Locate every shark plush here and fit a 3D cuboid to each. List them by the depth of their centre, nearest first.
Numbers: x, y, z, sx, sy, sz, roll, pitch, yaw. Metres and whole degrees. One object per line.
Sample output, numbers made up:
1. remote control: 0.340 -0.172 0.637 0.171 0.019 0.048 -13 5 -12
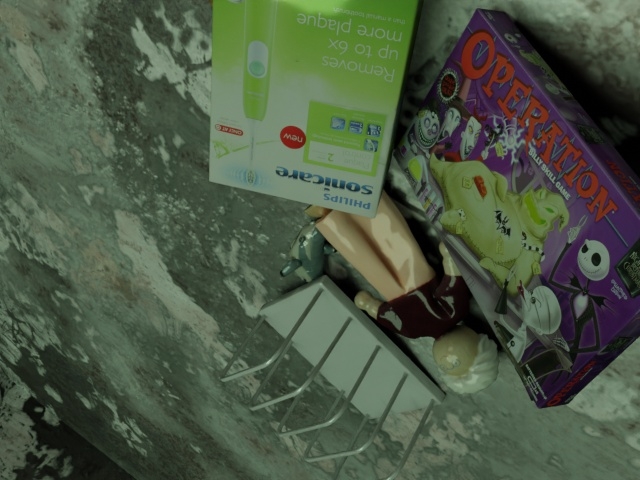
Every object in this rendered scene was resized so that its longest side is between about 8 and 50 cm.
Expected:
1. shark plush: 0.000 0.000 1.192 0.067 0.073 0.161 26 121 -6

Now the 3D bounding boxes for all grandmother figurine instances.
1. grandmother figurine: 0.119 0.065 1.079 0.342 0.104 0.208 52 147 -4

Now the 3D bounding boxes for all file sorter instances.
1. file sorter: 0.011 0.229 1.239 0.278 0.173 0.193 46 142 -12

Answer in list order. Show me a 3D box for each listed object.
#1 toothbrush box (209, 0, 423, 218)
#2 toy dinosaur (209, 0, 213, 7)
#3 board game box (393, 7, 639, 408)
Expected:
1. toothbrush box: -0.007 -0.187 0.881 0.206 0.122 0.283 13 132 5
2. toy dinosaur: -0.153 -0.356 0.966 0.112 0.064 0.212 -10 121 42
3. board game box: 0.197 -0.039 0.779 0.208 0.056 0.347 -58 44 38
